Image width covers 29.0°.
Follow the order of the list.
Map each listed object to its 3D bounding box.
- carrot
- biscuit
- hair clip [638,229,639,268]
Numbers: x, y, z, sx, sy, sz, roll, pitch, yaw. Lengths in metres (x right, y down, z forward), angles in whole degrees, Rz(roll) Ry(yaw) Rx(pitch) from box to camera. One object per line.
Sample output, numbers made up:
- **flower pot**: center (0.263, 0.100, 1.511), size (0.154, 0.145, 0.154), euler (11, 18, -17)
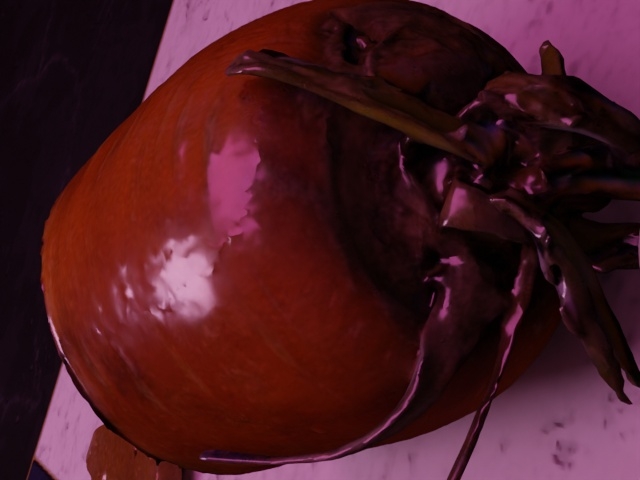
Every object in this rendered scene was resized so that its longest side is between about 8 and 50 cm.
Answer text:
- **carrot**: center (0.000, 0.000, 0.540), size (0.331, 0.193, 0.214), euler (-26, 12, 47)
- **biscuit**: center (-0.129, 0.171, 0.839), size (0.133, 0.027, 0.184), euler (-14, 65, 55)
- **hair clip**: center (0.188, -0.007, 0.286), size (0.113, 0.172, 0.282), euler (-54, 19, -6)
